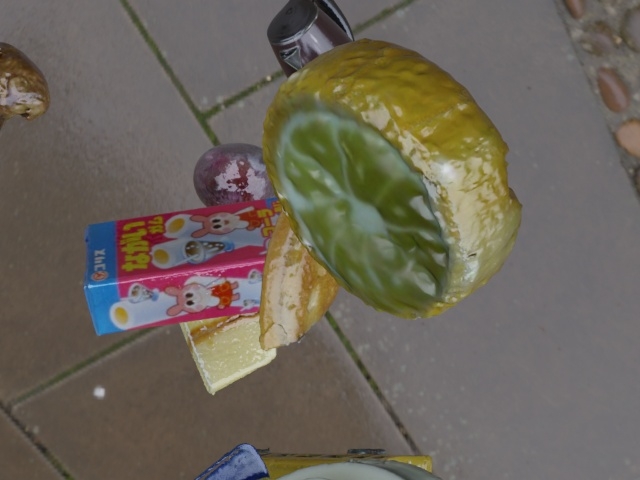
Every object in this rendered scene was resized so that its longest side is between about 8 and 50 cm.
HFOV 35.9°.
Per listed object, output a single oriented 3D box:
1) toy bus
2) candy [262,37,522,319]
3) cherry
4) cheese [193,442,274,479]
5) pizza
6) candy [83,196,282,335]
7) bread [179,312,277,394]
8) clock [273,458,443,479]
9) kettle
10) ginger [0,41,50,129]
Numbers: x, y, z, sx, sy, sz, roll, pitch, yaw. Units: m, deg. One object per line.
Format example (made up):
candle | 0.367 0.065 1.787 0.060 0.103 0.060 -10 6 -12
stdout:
toy bus | -0.017 0.321 1.233 0.335 0.121 0.123 -10 165 41
candy | 0.059 -0.052 0.879 0.118 0.260 0.260 -38 123 -31
cherry | -0.144 -0.107 1.794 0.176 0.176 0.140 10 95 -13
cheese | -0.033 0.327 0.950 0.177 0.069 0.270 -35 94 -34
pizza | -0.001 -0.005 1.080 0.134 0.056 0.271 25 80 -60
candy | -0.172 0.033 1.387 0.305 0.157 0.100 -8 126 -8
bread | -0.209 0.198 2.178 0.178 0.135 0.240 -23 84 -11
clock | -0.015 0.216 0.591 0.236 0.236 0.053 -29 120 8
kettle | 0.012 -0.336 1.771 0.144 0.202 0.232 -1 144 36
ginger | -0.603 -0.282 1.801 0.172 0.321 0.165 48 70 -24
